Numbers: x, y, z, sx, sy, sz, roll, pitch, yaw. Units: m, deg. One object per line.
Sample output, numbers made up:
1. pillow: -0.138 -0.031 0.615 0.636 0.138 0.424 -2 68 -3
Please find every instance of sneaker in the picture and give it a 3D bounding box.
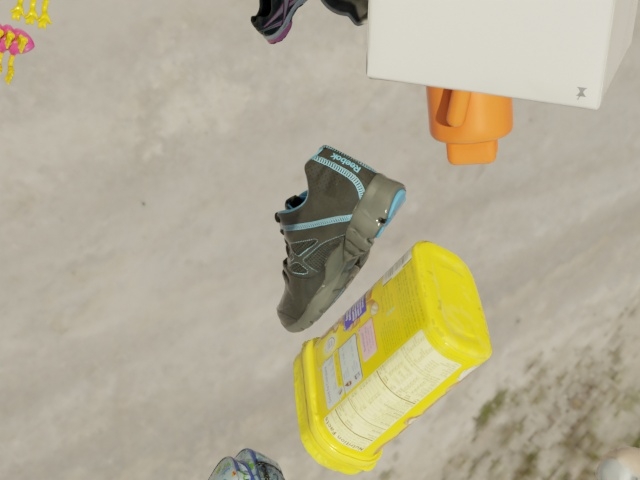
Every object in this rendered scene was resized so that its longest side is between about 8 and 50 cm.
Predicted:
1. sneaker: -0.074 -0.471 2.089 0.077 0.072 0.178 29 81 -43
2. sneaker: 0.000 0.000 1.541 0.125 0.139 0.341 -50 173 -45

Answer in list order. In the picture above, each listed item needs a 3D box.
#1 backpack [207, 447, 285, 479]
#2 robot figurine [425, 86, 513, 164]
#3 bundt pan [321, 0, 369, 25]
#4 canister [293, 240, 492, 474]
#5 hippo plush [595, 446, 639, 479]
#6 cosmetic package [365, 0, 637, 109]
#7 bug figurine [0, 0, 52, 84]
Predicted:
1. backpack: -0.088 0.295 1.248 0.084 0.114 0.105 29 100 -17
2. robot figurine: 0.217 -0.223 1.593 0.158 0.128 0.220 -19 111 -35
3. bundt pan: 0.123 -0.566 2.016 0.331 0.330 0.124 -68 171 27
4. canister: 0.056 0.096 0.896 0.073 0.126 0.170 24 127 -27
5. hippo plush: 0.229 0.328 0.915 0.236 0.294 0.234 -23 -172 27
6. cosmetic package: 0.186 -0.238 1.064 0.225 0.224 0.138 -50 146 -56
7. bug figurine: -0.440 -0.309 1.360 0.216 0.072 0.279 19 138 -27
